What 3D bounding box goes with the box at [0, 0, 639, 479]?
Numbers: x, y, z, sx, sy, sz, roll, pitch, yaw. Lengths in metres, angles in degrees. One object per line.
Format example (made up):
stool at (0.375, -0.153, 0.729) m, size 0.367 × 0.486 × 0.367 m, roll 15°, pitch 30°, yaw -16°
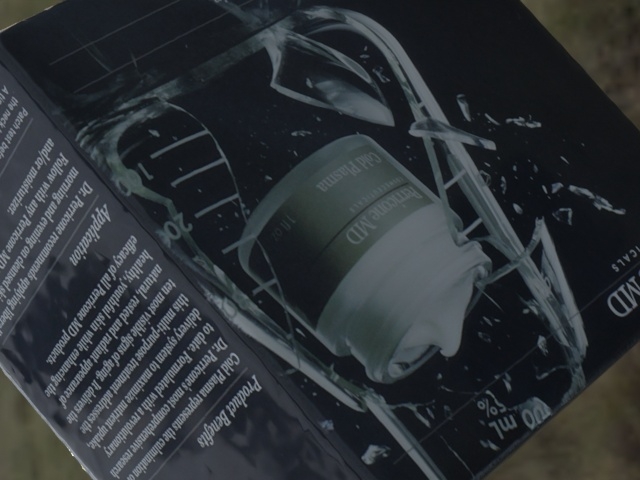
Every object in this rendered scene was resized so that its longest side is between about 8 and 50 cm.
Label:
box at (0.000, 0.000, 1.562) m, size 0.472 × 0.480 × 0.297 m, roll 49°, pitch 139°, yaw 7°
